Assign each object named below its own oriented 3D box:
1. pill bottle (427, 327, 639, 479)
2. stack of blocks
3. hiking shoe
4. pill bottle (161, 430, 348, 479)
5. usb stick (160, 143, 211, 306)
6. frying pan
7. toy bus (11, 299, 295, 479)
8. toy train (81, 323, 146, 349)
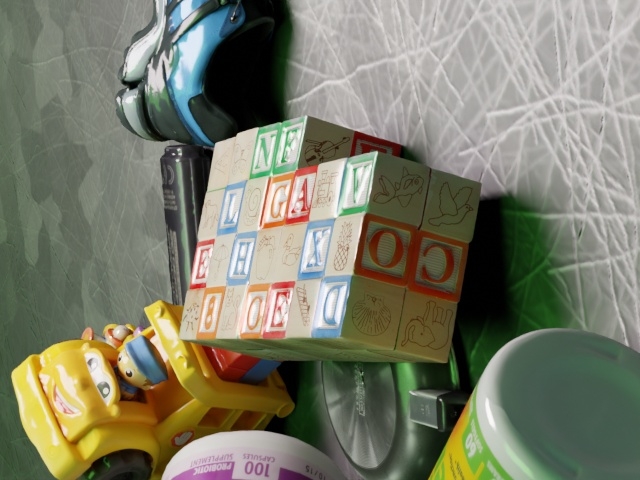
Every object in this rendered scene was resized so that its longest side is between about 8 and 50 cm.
[{"bbox_3d":[0.126,0.182,0.938,0.136,0.136,0.245,61,145,36],"label":"pill bottle"},{"bbox_3d":[0.000,0.000,1.141,0.297,0.087,0.171,-7,70,64],"label":"stack of blocks"},{"bbox_3d":[-0.087,-0.226,1.329,0.132,0.113,0.304,16,108,29],"label":"hiking shoe"},{"bbox_3d":[-0.068,0.313,1.202,0.301,0.169,0.169,-82,9,-46],"label":"pill bottle"},{"bbox_3d":[-0.124,0.044,1.507,0.077,0.045,0.278,-168,72,-69],"label":"usb stick"},{"bbox_3d":[0.077,0.141,1.137,0.326,0.053,0.197,-130,41,-52],"label":"frying pan"},{"bbox_3d":[-0.128,0.123,1.353,0.211,0.220,0.149,-44,56,24],"label":"toy bus"},{"bbox_3d":[-0.250,0.145,1.719,0.125,0.046,0.166,-62,22,-11],"label":"toy train"}]
